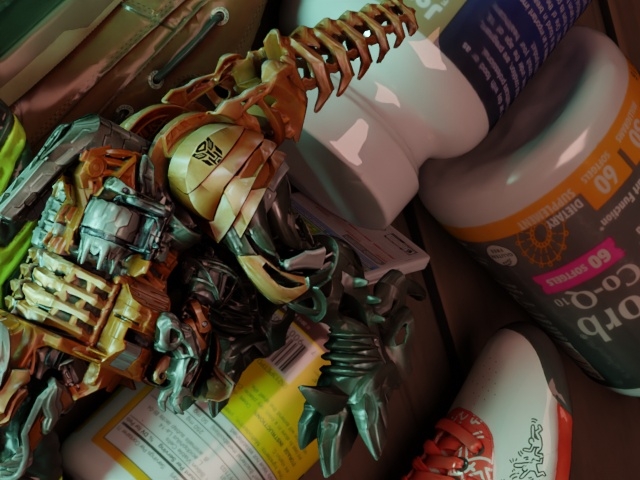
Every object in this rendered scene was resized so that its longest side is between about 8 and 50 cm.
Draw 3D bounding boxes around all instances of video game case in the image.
[{"bbox_3d":[0.000,0.000,1.120,0.122,0.087,0.011,-14,136,-50],"label":"video game case"}]

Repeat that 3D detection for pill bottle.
[{"bbox_3d":[0.203,0.002,1.211,0.278,0.162,0.162,44,75,-27],"label":"pill bottle"},{"bbox_3d":[-0.073,0.123,1.096,0.215,0.117,0.117,-44,115,-17],"label":"pill bottle"},{"bbox_3d":[0.070,-0.145,1.118,0.153,0.153,0.264,45,75,-27],"label":"pill bottle"}]

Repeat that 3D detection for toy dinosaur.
[{"bbox_3d":[-0.051,0.001,0.932,0.322,0.164,0.218,-37,125,-3],"label":"toy dinosaur"}]

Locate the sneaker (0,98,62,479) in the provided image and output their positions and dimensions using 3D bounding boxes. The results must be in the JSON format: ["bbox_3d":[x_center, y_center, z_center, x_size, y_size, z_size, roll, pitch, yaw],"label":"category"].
[{"bbox_3d":[-0.231,0.069,0.996,0.145,0.147,0.384,-8,119,-35],"label":"sneaker"}]

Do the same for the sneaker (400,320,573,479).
[{"bbox_3d":[0.072,0.185,1.192,0.145,0.090,0.270,2,106,-31],"label":"sneaker"}]

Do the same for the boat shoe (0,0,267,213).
[{"bbox_3d":[-0.086,-0.141,1.066,0.307,0.111,0.104,-39,118,-9],"label":"boat shoe"}]
